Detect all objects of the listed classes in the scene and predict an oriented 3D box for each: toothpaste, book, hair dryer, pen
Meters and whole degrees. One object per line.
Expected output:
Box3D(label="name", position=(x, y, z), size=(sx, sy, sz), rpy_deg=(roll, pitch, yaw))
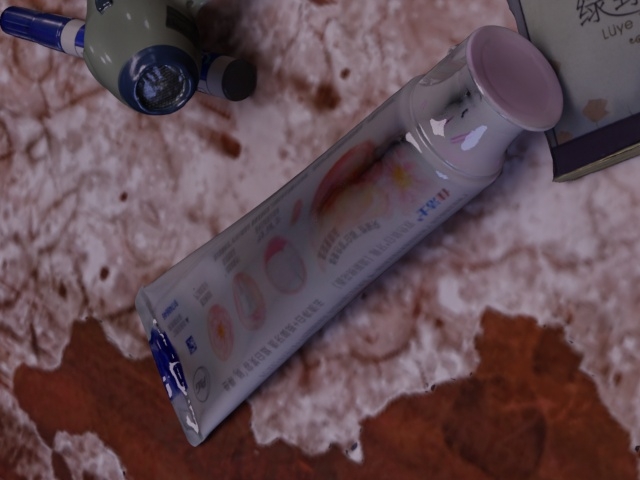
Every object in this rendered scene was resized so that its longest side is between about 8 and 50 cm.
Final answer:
Box3D(label="toothpaste", position=(0.000, 0.000, 1.012), size=(0.323, 0.066, 0.100), rpy_deg=(-39, 68, 41))
Box3D(label="book", position=(0.146, -0.160, 0.915), size=(0.157, 0.026, 0.231), rpy_deg=(-21, 76, 38))
Box3D(label="hair dryer", position=(-0.068, -0.172, 1.077), size=(0.199, 0.067, 0.167), rpy_deg=(-49, 39, 1))
Box3D(label="pen", position=(-0.119, -0.114, 1.136), size=(0.204, 0.025, 0.025), rpy_deg=(18, 101, 39))
